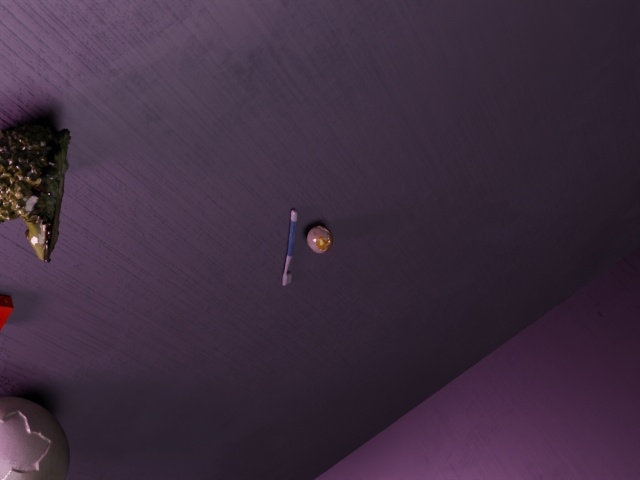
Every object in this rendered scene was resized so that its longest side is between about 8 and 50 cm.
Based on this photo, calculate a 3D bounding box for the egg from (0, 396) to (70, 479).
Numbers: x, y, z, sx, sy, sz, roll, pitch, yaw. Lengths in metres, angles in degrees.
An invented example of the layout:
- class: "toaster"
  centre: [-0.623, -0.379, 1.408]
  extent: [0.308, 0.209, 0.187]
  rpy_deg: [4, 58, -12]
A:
- class: "egg"
  centre: [-0.789, 0.535, 1.775]
  extent: [0.278, 0.278, 0.336]
  rpy_deg: [-25, 137, -9]

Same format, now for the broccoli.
- class: "broccoli"
  centre: [-0.579, -0.098, 1.329]
  extent: [0.180, 0.242, 0.273]
  rpy_deg: [12, 119, -14]

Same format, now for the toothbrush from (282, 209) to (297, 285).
- class: "toothbrush"
  centre: [-0.079, 0.023, 1.917]
  extent: [0.025, 0.019, 0.276]
  rpy_deg: [-17, 138, -26]

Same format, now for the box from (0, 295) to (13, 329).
- class: "box"
  centre: [-0.782, 0.161, 1.580]
  extent: [0.152, 0.048, 0.100]
  rpy_deg: [19, 120, -41]

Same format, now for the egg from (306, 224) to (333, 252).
- class: "egg"
  centre: [0.000, 0.000, 1.905]
  extent: [0.071, 0.071, 0.083]
  rpy_deg: [-28, 141, -6]
